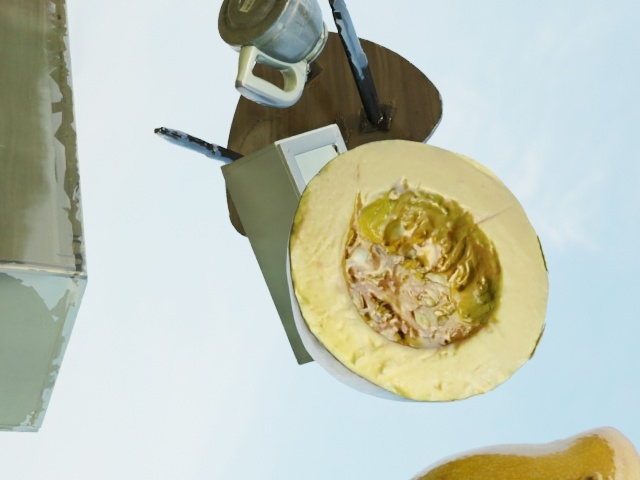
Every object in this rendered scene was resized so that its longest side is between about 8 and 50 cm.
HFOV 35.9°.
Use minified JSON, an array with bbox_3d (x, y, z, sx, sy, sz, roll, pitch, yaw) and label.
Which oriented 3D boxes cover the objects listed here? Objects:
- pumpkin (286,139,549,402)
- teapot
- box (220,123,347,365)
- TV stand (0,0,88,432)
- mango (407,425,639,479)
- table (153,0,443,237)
[{"bbox_3d":[0.064,0.037,0.793,0.110,0.217,0.217,131,-37,-55],"label":"pumpkin"},{"bbox_3d":[-0.041,-0.228,1.093,0.111,0.108,0.149,-33,-129,26],"label":"teapot"},{"bbox_3d":[0.000,0.000,1.054,0.086,0.129,0.225,-20,-86,33],"label":"box"},{"bbox_3d":[-0.151,-0.057,0.407,0.269,0.083,0.088,-107,-148,-44],"label":"TV stand"},{"bbox_3d":[0.168,0.276,0.942,0.295,0.120,0.177,-33,-137,21],"label":"mango"},{"bbox_3d":[-0.038,-0.200,1.189,0.317,0.249,0.317,-12,-118,23],"label":"table"}]
